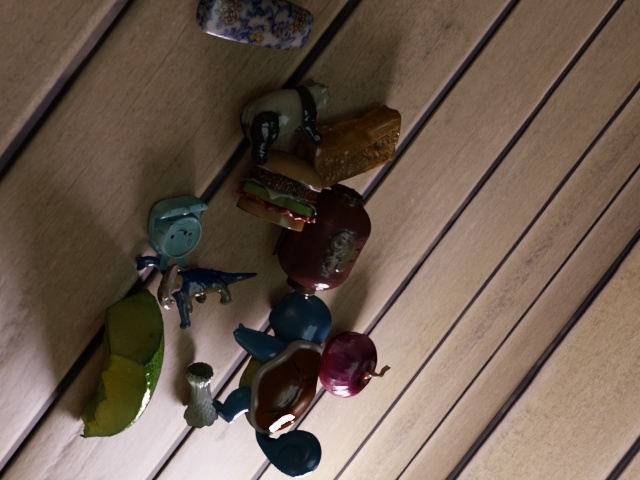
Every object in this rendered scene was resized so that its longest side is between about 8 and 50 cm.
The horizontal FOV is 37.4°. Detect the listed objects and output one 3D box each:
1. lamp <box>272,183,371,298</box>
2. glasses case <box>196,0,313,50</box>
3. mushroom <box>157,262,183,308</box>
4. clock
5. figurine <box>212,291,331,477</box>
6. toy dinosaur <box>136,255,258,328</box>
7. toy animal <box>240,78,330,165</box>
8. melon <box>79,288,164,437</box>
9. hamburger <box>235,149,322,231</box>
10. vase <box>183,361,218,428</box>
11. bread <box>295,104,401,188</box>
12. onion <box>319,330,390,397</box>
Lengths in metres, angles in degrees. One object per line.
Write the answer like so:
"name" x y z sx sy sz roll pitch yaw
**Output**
"lamp" 0.000 0.000 2.015 0.180 0.180 0.258 5 118 -53
"glasses case" -0.107 -0.377 1.609 0.248 0.065 0.087 -3 121 -48
"mushroom" -0.285 0.088 1.796 0.049 0.019 0.101 -14 130 -43
"clock" -0.271 -0.010 1.777 0.108 0.045 0.147 -14 127 -41
"figurine" -0.105 0.318 2.131 0.298 0.243 0.416 33 56 -55
"toy dinosaur" -0.242 0.062 1.877 0.247 0.075 0.188 -26 129 -26
"toy animal" -0.061 -0.235 1.789 0.225 0.094 0.121 -24 129 -34
"melon" -0.385 0.270 1.853 0.124 0.196 0.323 11 128 -16
"hamburger" -0.075 -0.103 1.839 0.175 0.175 0.137 19 94 -56
"vase" -0.268 0.339 2.101 0.081 0.081 0.149 -27 136 -34
"bread" 0.059 -0.200 1.975 0.271 0.077 0.139 -26 136 -37
"onion" 0.073 0.320 2.434 0.177 0.153 0.177 -22 142 -19
